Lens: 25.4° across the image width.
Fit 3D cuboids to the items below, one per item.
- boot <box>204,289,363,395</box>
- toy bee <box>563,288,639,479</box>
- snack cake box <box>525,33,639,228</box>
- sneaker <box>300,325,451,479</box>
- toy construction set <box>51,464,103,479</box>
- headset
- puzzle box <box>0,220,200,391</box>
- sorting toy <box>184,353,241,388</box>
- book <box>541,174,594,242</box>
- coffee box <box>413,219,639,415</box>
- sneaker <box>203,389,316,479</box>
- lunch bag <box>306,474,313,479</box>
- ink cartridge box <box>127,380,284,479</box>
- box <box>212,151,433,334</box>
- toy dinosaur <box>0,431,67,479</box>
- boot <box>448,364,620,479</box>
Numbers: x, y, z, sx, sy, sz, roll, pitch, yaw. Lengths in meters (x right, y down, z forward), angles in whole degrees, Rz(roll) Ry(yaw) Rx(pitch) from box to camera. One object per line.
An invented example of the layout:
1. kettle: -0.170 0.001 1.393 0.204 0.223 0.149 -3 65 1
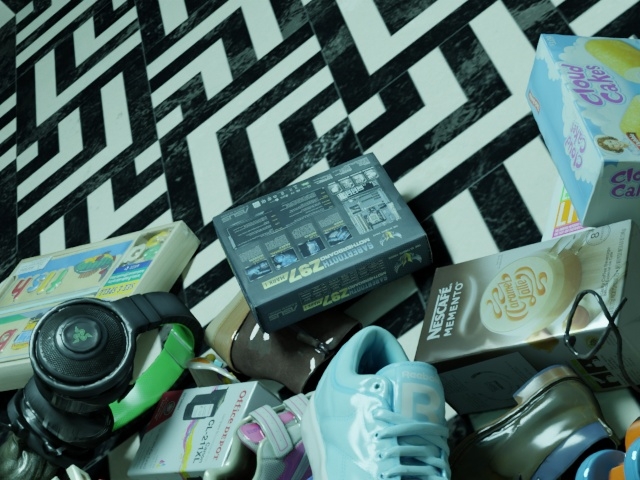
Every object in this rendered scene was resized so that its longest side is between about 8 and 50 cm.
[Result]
1. boot: -0.016 0.080 1.817 0.207 0.090 0.248 21 68 42
2. toy bee: 0.317 0.202 1.235 0.195 0.162 0.298 -178 95 -68
3. snack cake box: 0.332 -0.122 1.550 0.264 0.152 0.089 -101 17 -52
4. sneaker: 0.069 0.197 1.374 0.366 0.135 0.150 -125 51 -60
5. toy construction set: -0.331 0.440 1.697 0.328 0.151 0.215 -52 31 9
6. headset: -0.298 0.205 1.769 0.185 0.394 0.243 48 133 25
7. puzzle box: -0.393 0.109 2.172 0.409 0.052 0.272 -13 36 41
8. sorting toy: -0.123 0.184 1.809 0.045 0.083 0.075 -39 32 -27
9. book: 0.299 -0.024 1.606 0.096 0.035 0.144 -18 42 42
10. coffee box: 0.232 0.085 1.489 0.246 0.098 0.141 -17 42 37
11. sneaker: -0.033 0.230 1.613 0.252 0.111 0.103 -50 33 -8
12. lunch bag: 0.003 0.390 1.398 0.243 0.115 0.303 -43 31 7
13. ink cartridge box: -0.136 0.248 1.745 0.175 0.072 0.127 -12 44 41
14. box: 0.000 0.000 1.785 0.232 0.059 0.183 -24 43 -6
15. toy dinosaur: -0.395 0.284 1.945 0.160 0.121 0.313 -41 25 28
16. boot: 0.194 0.229 1.386 0.219 0.082 0.106 -50 36 8
